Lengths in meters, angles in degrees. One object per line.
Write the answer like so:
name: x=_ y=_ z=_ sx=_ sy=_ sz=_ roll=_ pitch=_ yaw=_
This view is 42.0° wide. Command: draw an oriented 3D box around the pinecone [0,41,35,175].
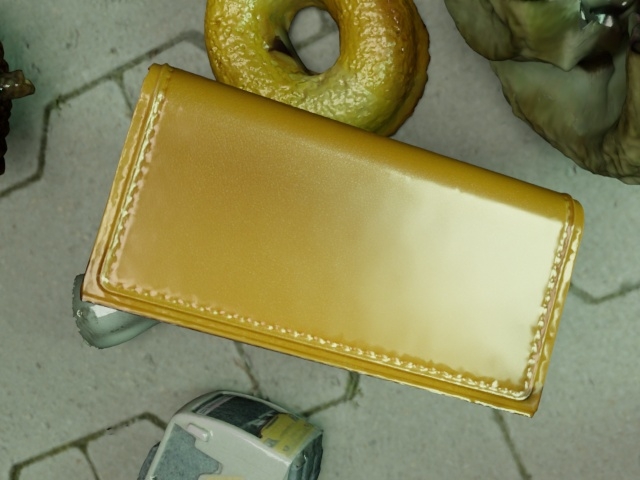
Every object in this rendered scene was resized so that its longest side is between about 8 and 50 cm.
pinecone: x=-0.348 y=-0.122 z=0.675 sx=0.212 sy=0.168 sz=0.186 roll=-7 pitch=64 yaw=24

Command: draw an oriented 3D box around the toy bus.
toy bus: x=-0.114 y=0.292 z=0.711 sx=0.138 sy=0.097 sz=0.343 roll=26 pitch=102 yaw=15

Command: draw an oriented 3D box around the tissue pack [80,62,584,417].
tissue pack: x=0.000 y=0.000 z=0.559 sx=0.274 sy=0.194 sz=0.145 roll=17 pitch=87 yaw=-12

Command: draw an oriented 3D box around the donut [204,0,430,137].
donut: x=-0.008 y=-0.156 z=0.646 sx=0.174 sy=0.074 sz=0.190 roll=-14 pitch=93 yaw=13

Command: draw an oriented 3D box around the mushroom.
mushroom: x=0.200 y=-0.157 z=0.561 sx=0.189 sy=0.164 sz=0.267 roll=-37 pitch=51 yaw=-10

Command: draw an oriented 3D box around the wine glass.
wine glass: x=-0.124 y=0.039 z=0.696 sx=0.155 sy=0.072 sz=0.072 roll=-18 pitch=92 yaw=12
